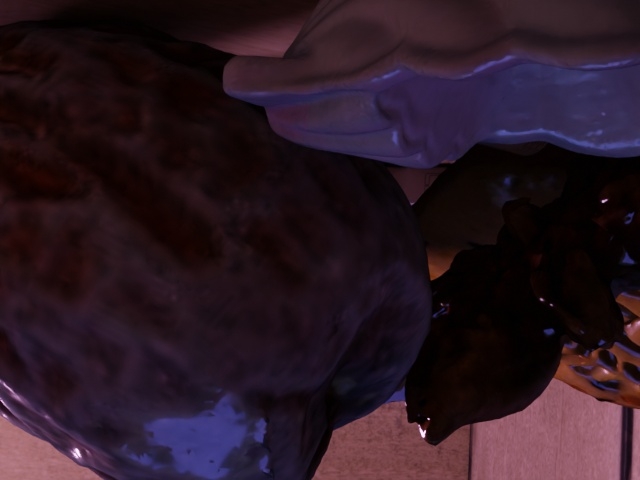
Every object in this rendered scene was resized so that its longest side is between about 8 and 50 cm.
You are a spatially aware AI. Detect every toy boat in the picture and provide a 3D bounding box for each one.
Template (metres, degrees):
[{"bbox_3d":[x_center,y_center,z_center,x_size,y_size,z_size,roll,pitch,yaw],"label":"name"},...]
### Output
[{"bbox_3d":[0.107,-0.084,0.722,0.290,0.100,0.199,-1,170,25],"label":"toy boat"}]

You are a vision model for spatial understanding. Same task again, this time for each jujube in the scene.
[{"bbox_3d":[-0.097,0.003,0.913,0.308,0.215,0.246,30,164,25],"label":"jujube"}]

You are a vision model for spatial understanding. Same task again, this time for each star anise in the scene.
[{"bbox_3d":[0.127,0.013,0.982,0.088,0.288,0.288,49,162,-7],"label":"star anise"}]

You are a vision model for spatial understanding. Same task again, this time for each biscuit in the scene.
[{"bbox_3d":[0.226,0.036,1.223,0.359,0.046,0.359,15,154,8],"label":"biscuit"}]

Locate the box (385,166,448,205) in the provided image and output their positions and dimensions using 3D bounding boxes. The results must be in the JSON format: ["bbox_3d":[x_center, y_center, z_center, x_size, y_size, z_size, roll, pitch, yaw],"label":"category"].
[{"bbox_3d":[0.099,-0.031,1.357,0.247,0.033,0.129,1,171,12],"label":"box"}]

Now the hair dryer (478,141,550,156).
[{"bbox_3d":[0.134,-0.086,0.945,0.183,0.044,0.155,-9,169,37],"label":"hair dryer"}]
